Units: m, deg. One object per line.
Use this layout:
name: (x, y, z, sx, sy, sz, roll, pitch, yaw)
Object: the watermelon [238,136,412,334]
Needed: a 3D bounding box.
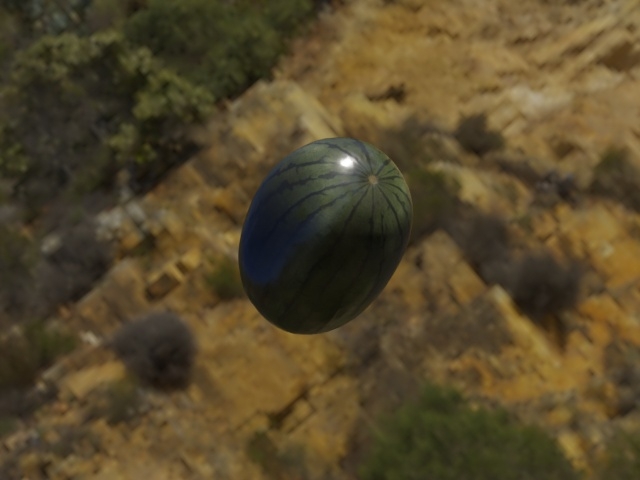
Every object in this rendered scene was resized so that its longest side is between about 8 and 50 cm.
watermelon: (0.000, 0.000, 0.775, 0.078, 0.078, 0.111, -26, -26, -47)
